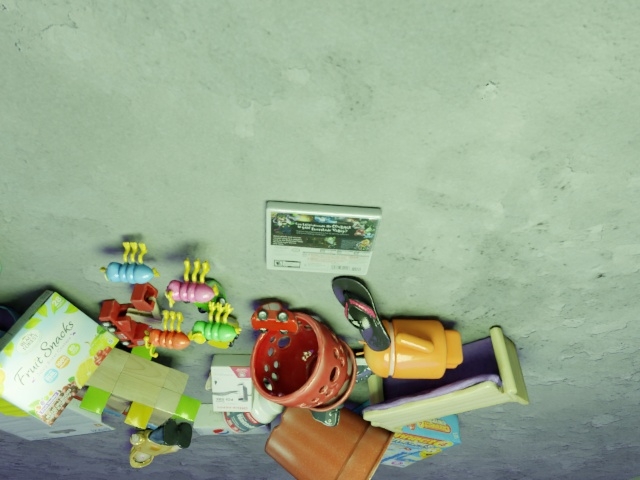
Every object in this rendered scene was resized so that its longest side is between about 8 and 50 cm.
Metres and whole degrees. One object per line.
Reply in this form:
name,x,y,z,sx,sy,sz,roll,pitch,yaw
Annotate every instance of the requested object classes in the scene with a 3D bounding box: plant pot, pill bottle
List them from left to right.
pill bottle,-0.172,0.446,1.443,0.108,0.107,0.180,31,132,-33
plant pot,-0.028,0.268,1.156,0.191,0.191,0.174,-22,146,26
plant pot,0.016,0.538,1.396,0.265,0.272,0.272,30,144,15

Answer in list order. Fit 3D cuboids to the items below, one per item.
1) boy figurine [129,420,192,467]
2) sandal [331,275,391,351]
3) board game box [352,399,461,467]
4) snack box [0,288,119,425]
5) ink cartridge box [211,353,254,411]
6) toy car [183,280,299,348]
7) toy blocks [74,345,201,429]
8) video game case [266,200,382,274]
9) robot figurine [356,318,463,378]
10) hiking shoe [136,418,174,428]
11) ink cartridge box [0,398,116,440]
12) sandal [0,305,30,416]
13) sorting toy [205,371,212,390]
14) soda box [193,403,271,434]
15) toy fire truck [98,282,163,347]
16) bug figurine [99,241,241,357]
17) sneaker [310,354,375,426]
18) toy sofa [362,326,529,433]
boy figurine,-0.543,0.661,1.738,0.177,0.092,0.285,29,131,-35
sandal,0.081,0.148,1.048,0.067,0.040,0.179,-26,100,30
board game box,0.213,0.600,1.649,0.309,0.086,0.302,18,139,-21
snack box,-0.544,0.231,1.069,0.070,0.207,0.174,0,138,47
ink cartridge box,-0.215,0.352,1.317,0.099,0.056,0.135,1,112,-1
toy car,-0.189,0.137,1.088,0.239,0.053,0.225,-19,135,29
toy blocks,-0.497,0.347,1.287,0.382,0.190,0.261,26,145,-15
video game case,0.000,0.000,0.940,0.191,0.022,0.173,4,142,-3
robot figurine,0.188,0.231,1.147,0.220,0.158,0.128,0,104,0
hiking shoe,-0.455,0.474,1.519,0.114,0.086,0.227,4,150,-26
ink cartridge box,-0.815,0.484,1.534,0.325,0.071,0.330,-12,143,15
sandal,-0.663,0.260,1.152,0.126,0.138,0.317,-4,127,-1
sorting toy,-0.249,0.364,1.396,0.083,0.044,0.075,-17,152,6
soda box,-0.255,0.523,1.568,0.216,0.073,0.069,-3,142,5
toy fire truck,-0.386,0.162,1.131,0.136,0.047,0.192,-6,141,10
bug figurine,-0.272,0.126,0.990,0.217,0.072,0.278,0,133,16
sneaker,0.069,0.353,1.265,0.227,0.163,0.086,-5,170,13
toy sofa,0.273,0.327,1.246,0.363,0.150,0.177,-26,138,31
